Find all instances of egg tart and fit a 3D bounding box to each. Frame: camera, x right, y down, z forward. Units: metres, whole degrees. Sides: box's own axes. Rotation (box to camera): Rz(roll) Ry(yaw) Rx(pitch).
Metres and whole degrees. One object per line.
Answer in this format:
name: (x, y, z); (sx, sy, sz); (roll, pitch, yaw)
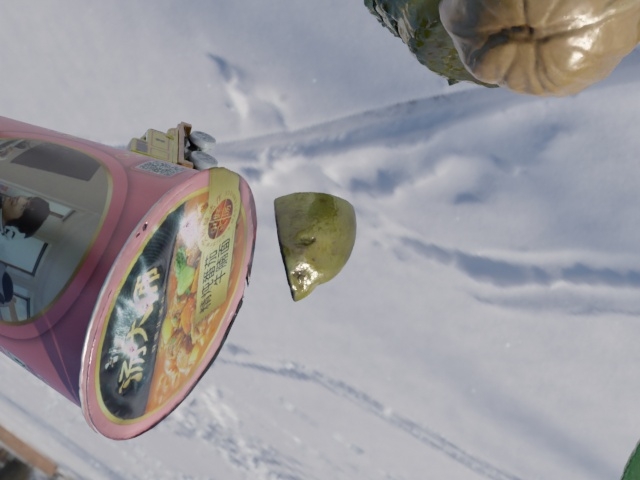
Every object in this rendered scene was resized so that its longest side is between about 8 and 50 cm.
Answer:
egg tart: (0.242, -0.323, 1.312); (0.387, 0.169, 0.388); (2, 166, 1)

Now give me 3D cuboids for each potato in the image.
potato: (0.000, 0.000, 1.407); (0.120, 0.149, 0.081); (-11, 155, 0)

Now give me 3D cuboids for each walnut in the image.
walnut: (0.231, -0.263, 0.966); (0.224, 0.261, 0.225); (10, 126, 14)

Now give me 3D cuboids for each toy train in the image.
toy train: (-0.216, -0.106, 1.336); (0.127, 0.089, 0.219); (18, -157, -16)

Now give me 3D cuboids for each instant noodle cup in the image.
instant noodle cup: (-0.213, 0.006, 0.782); (0.255, 0.244, 0.244); (23, 156, 20)

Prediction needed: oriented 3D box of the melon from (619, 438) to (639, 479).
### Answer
melon: (0.549, 0.279, 1.130); (0.343, 0.331, 0.226); (0, -153, -38)
